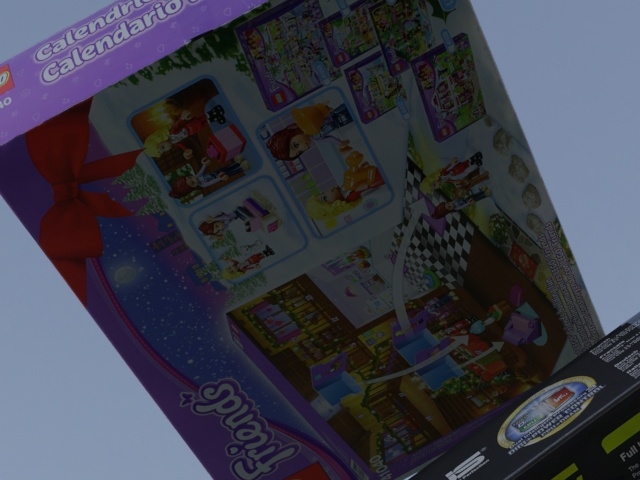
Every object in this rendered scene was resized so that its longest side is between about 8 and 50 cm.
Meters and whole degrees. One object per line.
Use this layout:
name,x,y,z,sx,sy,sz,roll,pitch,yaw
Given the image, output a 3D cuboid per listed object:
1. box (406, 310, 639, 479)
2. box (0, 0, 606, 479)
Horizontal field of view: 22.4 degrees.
box,0.178,0.122,0.612,0.270,0.060,0.216,-36,-79,-5
box,0.000,0.000,0.723,0.201,0.057,0.293,-28,-48,1
